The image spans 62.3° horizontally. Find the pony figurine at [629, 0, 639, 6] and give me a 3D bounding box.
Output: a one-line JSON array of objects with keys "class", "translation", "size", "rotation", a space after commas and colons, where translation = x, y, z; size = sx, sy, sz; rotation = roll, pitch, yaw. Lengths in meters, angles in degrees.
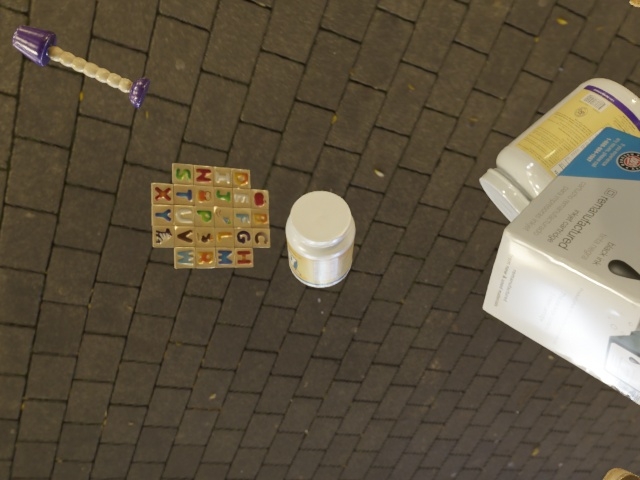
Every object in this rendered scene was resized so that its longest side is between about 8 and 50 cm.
[{"class": "pony figurine", "translation": [0.634, -0.365, 0.744], "size": [0.351, 0.364, 0.302], "rotation": [-8, 120, -67]}]

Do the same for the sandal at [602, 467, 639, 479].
[{"class": "sandal", "translation": [0.386, 0.437, 0.751], "size": [0.088, 0.079, 0.239], "rotation": [21, 82, -15]}]

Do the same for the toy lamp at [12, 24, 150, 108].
[{"class": "toy lamp", "translation": [-0.515, -0.380, 1.148], "size": [0.275, 0.080, 0.080], "rotation": [22, 110, -18]}]

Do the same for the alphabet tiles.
[{"class": "alphabet tiles", "translation": [-0.296, -0.066, 1.474], "size": [0.343, 0.011, 0.284], "rotation": [1, 84, -33]}]

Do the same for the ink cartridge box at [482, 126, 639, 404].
[{"class": "ink cartridge box", "translation": [0.219, 0.027, 0.309], "size": [0.140, 0.191, 0.082], "rotation": [-39, 143, -28]}]

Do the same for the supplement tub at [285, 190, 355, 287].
[{"class": "supplement tub", "translation": [0.000, 0.000, 1.138], "size": [0.145, 0.144, 0.199], "rotation": [-16, 151, -9]}]

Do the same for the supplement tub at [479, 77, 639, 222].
[{"class": "supplement tub", "translation": [0.562, -0.175, 1.210], "size": [0.331, 0.241, 0.241], "rotation": [-41, 123, 9]}]
